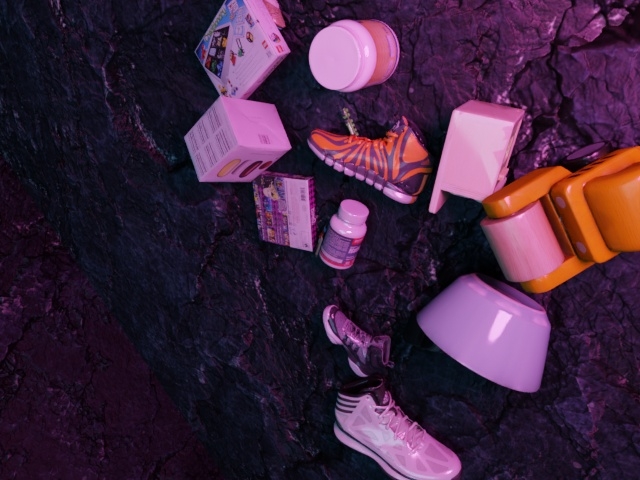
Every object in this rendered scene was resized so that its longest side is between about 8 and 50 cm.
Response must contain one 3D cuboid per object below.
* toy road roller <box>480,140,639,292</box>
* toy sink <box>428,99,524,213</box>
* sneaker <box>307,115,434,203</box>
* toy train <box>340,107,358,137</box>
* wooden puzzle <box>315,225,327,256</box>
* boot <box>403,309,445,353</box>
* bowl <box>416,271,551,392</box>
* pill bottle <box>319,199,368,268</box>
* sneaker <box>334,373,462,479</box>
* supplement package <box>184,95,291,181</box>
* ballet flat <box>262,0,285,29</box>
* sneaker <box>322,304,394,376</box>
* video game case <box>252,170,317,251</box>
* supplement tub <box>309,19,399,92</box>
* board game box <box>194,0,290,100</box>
[{"bbox_3d":[0.494,-0.048,0.810,0.329,0.240,0.203,-29,97,-3],"label":"toy road roller"},{"bbox_3d":[0.342,-0.167,0.964,0.131,0.152,0.234,21,122,23],"label":"toy sink"},{"bbox_3d":[0.135,-0.240,1.093,0.320,0.125,0.180,27,121,3],"label":"sneaker"},{"bbox_3d":[0.075,-0.305,1.152,0.017,0.023,0.083,-17,103,38],"label":"toy train"},{"bbox_3d":[0.000,0.000,1.325,0.014,0.079,0.117,19,118,0],"label":"wooden puzzle"},{"bbox_3d":[0.361,0.283,1.193,0.228,0.263,0.091,22,90,-10],"label":"boot"},{"bbox_3d":[0.403,0.188,1.038,0.311,0.311,0.163,30,104,18],"label":"bowl"},{"bbox_3d":[0.069,-0.018,1.246,0.107,0.108,0.180,31,127,17],"label":"pill bottle"},{"bbox_3d":[0.231,0.594,1.406,0.447,0.169,0.258,13,121,31],"label":"sneaker"},{"bbox_3d":[-0.234,-0.274,1.241,0.203,0.194,0.150,-30,76,40],"label":"supplement package"},{"bbox_3d":[-0.160,-0.623,1.123,0.206,0.073,0.067,39,114,6],"label":"ballet flat"},{"bbox_3d":[0.128,0.302,1.377,0.153,0.101,0.269,-24,105,38],"label":"sneaker"},{"bbox_3d":[-0.110,-0.093,1.369,0.210,0.041,0.232,11,118,29],"label":"video game case"},{"bbox_3d":[0.077,-0.411,0.983,0.144,0.199,0.145,14,120,27],"label":"supplement tub"},{"bbox_3d":[-0.219,-0.504,1.178,0.305,0.053,0.193,-18,104,54],"label":"board game box"}]
